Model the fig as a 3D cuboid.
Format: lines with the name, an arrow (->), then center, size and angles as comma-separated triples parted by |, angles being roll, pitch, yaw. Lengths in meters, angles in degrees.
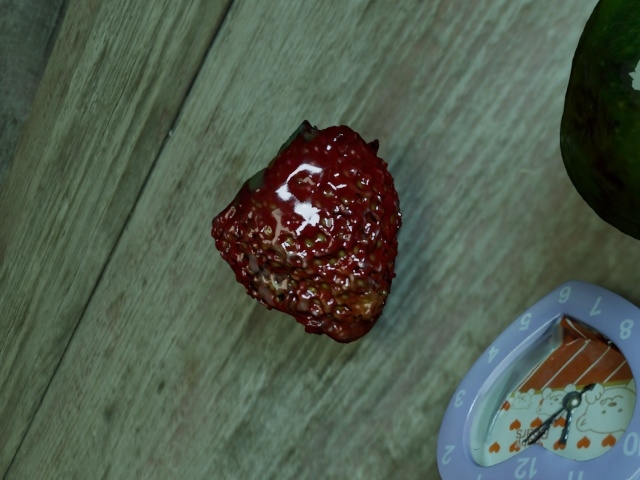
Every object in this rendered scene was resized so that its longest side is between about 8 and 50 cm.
fig -> 0.253, -0.079, 0.446 | 0.245, 0.195, 0.195 | 8, 86, 28

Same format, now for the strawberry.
strawberry -> 0.000, 0.000, 0.818 | 0.201, 0.187, 0.184 | 61, 178, 13

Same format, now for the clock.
clock -> 0.175, 0.111, 0.585 | 0.198, 0.064, 0.172 | -23, 38, 51
